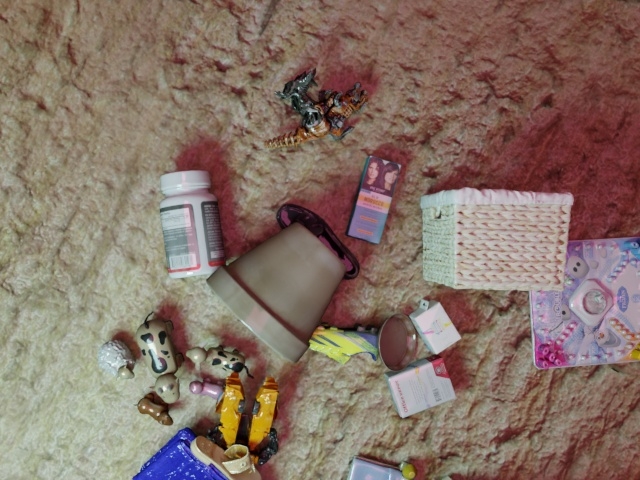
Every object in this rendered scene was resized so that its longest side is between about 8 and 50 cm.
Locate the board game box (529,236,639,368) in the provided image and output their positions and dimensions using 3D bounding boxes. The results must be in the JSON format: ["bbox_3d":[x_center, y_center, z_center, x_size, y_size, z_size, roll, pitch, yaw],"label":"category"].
[{"bbox_3d":[0.841,0.192,1.821,0.390,0.050,0.389,-3,90,-6],"label":"board game box"}]

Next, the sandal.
[{"bbox_3d":[-0.228,0.582,1.583,0.240,0.088,0.079,38,110,-22],"label":"sandal"}]

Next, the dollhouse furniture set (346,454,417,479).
[{"bbox_3d":[0.115,0.753,1.663,0.287,0.198,0.303,19,87,-6],"label":"dollhouse furniture set"}]

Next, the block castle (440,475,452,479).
[{"bbox_3d":[0.418,0.857,1.572,0.213,0.453,0.303,-38,94,-12],"label":"block castle"}]

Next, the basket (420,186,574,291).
[{"bbox_3d":[0.469,-0.005,1.648,0.332,0.328,0.266,2,91,-6],"label":"basket"}]

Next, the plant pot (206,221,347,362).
[{"bbox_3d":[-0.092,0.112,1.568,0.323,0.323,0.280,42,85,-4],"label":"plant pot"}]

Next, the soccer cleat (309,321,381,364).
[{"bbox_3d":[0.038,0.301,1.714,0.289,0.093,0.121,3,91,-6],"label":"soccer cleat"}]

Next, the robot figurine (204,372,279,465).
[{"bbox_3d":[-0.210,0.510,1.648,0.211,0.085,0.290,10,116,-8],"label":"robot figurine"}]

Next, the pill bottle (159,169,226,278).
[{"bbox_3d":[-0.358,-0.044,1.643,0.161,0.161,0.283,-7,90,-6],"label":"pill bottle"}]

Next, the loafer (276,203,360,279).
[{"bbox_3d":[0.000,0.000,1.712,0.302,0.095,0.109,42,87,-4],"label":"loafer"}]

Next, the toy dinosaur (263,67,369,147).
[{"bbox_3d":[-0.015,-0.368,1.697,0.322,0.164,0.218,-41,111,-26],"label":"toy dinosaur"}]

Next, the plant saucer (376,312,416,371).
[{"bbox_3d":[0.217,0.296,1.728,0.169,0.029,0.168,1,88,-43],"label":"plant saucer"}]

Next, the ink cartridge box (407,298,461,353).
[{"bbox_3d":[0.330,0.246,1.746,0.090,0.092,0.143,-32,92,-5],"label":"ink cartridge box"}]

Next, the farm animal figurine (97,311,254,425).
[{"bbox_3d":[-0.401,0.345,1.627,0.330,0.172,0.326,-36,93,-5],"label":"farm animal figurine"}]

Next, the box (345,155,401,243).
[{"bbox_3d":[0.155,-0.118,1.748,0.101,0.060,0.244,16,88,-6],"label":"box"}]

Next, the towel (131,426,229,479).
[{"bbox_3d":[-0.334,0.684,1.616,0.308,0.076,0.227,44,97,-6],"label":"towel"}]

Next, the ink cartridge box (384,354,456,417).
[{"bbox_3d":[0.292,0.428,1.748,0.175,0.072,0.127,-18,92,-6],"label":"ink cartridge box"}]
